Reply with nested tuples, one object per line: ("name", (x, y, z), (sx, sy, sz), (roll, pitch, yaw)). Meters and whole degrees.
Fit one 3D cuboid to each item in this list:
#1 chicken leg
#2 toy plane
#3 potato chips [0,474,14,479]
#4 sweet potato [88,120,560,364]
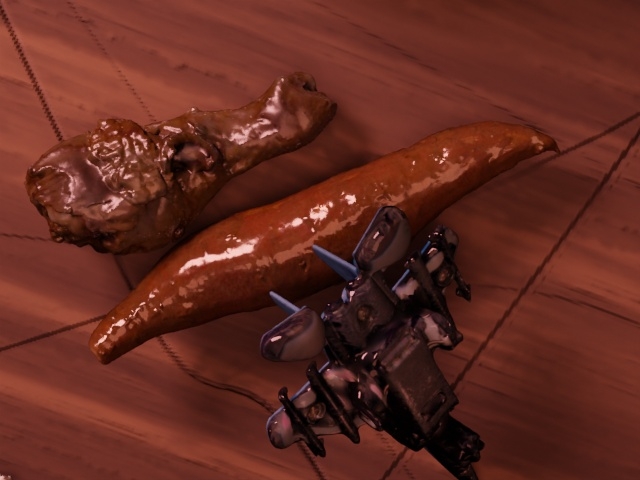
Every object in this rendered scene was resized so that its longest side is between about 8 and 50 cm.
("chicken leg", (-0.082, -0.049, 0.828), (0.197, 0.069, 0.085), (-23, 80, 1))
("toy plane", (0.055, 0.094, 0.819), (0.169, 0.078, 0.246), (-47, 125, -15))
("potato chips", (-0.319, 0.204, 0.921), (0.219, 0.029, 0.202), (6, 106, 3))
("sweet potato", (0.000, 0.000, 0.835), (0.314, 0.066, 0.072), (-21, 141, 4))
